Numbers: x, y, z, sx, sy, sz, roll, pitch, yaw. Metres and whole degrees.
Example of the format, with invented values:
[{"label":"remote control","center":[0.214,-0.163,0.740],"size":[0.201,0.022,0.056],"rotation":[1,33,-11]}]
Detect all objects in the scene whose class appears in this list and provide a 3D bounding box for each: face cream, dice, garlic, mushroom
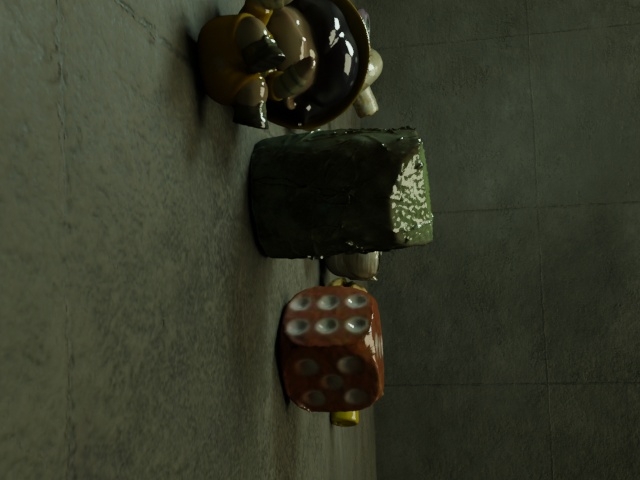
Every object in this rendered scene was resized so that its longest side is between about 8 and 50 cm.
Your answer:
[{"label":"face cream","center":[0.072,0.387,1.610],"size":[0.078,0.078,0.274],"rotation":[75,15,-55]},{"label":"dice","center":[0.023,0.193,1.025],"size":[0.174,0.174,0.179],"rotation":[-79,160,-57]},{"label":"garlic","center":[0.075,0.022,1.523],"size":[0.229,0.142,0.178],"rotation":[-166,-104,-80]},{"label":"mushroom","center":[0.111,-0.489,1.723],"size":[0.209,0.206,0.206],"rotation":[50,8,4]}]

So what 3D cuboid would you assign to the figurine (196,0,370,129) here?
[{"label":"figurine","center":[-0.053,-0.235,0.710],"size":[0.256,0.167,0.193],"rotation":[-26,120,-55]}]

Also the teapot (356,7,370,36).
[{"label":"teapot","center":[0.078,-0.657,1.779],"size":[0.116,0.145,0.148],"rotation":[41,55,-71]}]

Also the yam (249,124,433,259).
[{"label":"yam","center":[0.033,-0.066,0.869],"size":[0.202,0.271,0.203],"rotation":[-81,159,-49]}]

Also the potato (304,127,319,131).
[{"label":"potato","center":[-0.024,-0.287,1.173],"size":[0.171,0.079,0.107],"rotation":[-88,171,-59]}]

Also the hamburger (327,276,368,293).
[{"label":"hamburger","center":[0.045,0.168,1.445],"size":[0.207,0.135,0.156],"rotation":[32,39,-63]}]
